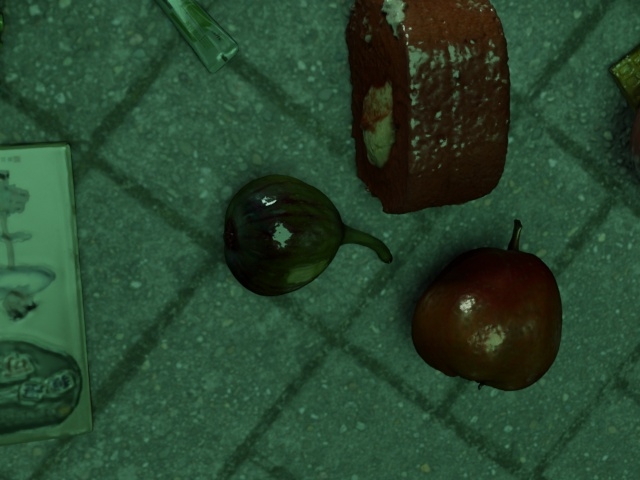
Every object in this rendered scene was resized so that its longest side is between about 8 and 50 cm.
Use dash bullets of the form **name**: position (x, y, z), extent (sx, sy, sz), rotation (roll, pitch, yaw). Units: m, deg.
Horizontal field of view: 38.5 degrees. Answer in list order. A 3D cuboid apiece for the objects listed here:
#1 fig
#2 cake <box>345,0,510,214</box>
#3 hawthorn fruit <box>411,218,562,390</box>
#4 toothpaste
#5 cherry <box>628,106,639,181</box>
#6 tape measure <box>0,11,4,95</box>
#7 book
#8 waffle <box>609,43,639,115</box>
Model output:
- **fig**: position (0.000, 0.000, 1.139), extent (0.245, 0.149, 0.149), rotation (6, 103, -29)
- **cake**: position (0.125, -0.167, 1.093), extent (0.151, 0.177, 0.282), rotation (-7, 107, -12)
- **hawthorn fruit**: position (0.224, 0.079, 1.187), extent (0.197, 0.196, 0.225), rotation (24, 82, -19)
- **toothpaste**: position (-0.172, -0.282, 1.066), extent (0.048, 0.029, 0.197), rotation (-42, 113, 0)
- **cherry**: position (0.542, -0.134, 1.192), extent (0.286, 0.213, 0.236), rotation (-6, 99, -1)
- **tape measure**: position (-0.429, -0.227, 0.973), extent (0.200, 0.106, 0.175), rotation (14, 103, -19)
- **book**: position (-0.415, 0.073, 1.090), extent (0.260, 0.043, 0.370), rotation (-5, 105, -14)
- **waffle**: position (0.463, -0.239, 1.243), extent (0.135, 0.021, 0.092), rotation (-40, 110, -2)
